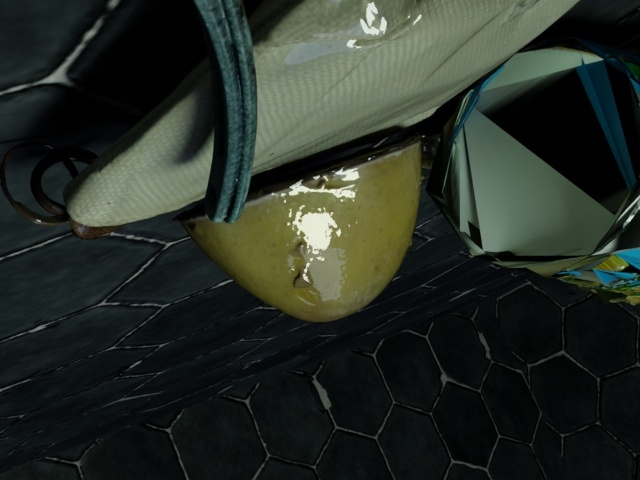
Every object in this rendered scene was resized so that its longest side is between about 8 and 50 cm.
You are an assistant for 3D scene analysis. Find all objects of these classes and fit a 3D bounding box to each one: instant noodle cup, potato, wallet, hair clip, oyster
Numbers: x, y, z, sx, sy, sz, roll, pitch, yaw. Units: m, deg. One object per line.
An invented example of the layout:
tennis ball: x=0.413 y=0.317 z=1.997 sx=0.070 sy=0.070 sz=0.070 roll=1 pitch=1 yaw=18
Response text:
instant noodle cup: x=0.224 y=-0.061 z=0.771 sx=0.178 sy=0.240 sz=0.240 roll=4 pitch=152 yaw=-47
potato: x=0.000 y=0.000 z=0.696 sx=0.182 sy=0.117 sz=0.202 roll=-13 pitch=-173 yaw=19
wallet: x=0.015 y=-0.100 z=0.542 sx=0.335 sy=0.068 sz=0.274 roll=-21 pitch=174 yaw=-47
hair clip: x=-0.047 y=-0.078 z=0.361 sx=0.070 sy=0.039 sz=0.230 roll=-23 pitch=144 yaw=-6
oyster: x=0.104 y=-0.082 z=0.864 sx=0.051 sy=0.034 sz=0.093 roll=-19 pitch=174 yaw=13
